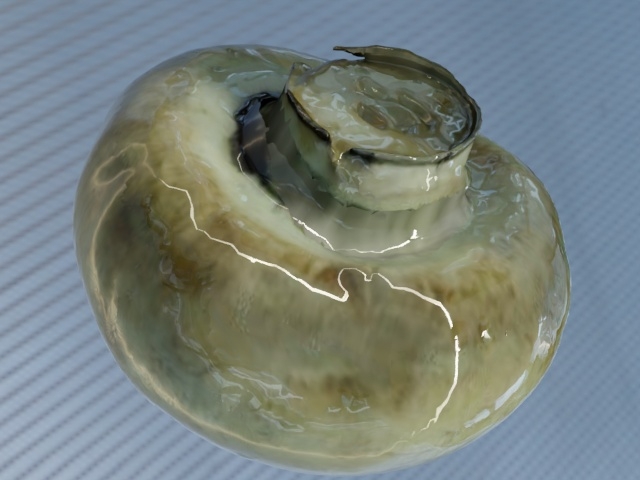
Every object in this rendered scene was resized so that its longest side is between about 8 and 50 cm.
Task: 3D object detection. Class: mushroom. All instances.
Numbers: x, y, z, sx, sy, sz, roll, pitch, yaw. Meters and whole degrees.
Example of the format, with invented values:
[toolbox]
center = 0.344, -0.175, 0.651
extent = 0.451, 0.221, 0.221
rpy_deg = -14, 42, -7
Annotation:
[mushroom]
center = 0.000, 0.000, 1.297
extent = 0.352, 0.352, 0.260
rpy_deg = -44, 157, -48
